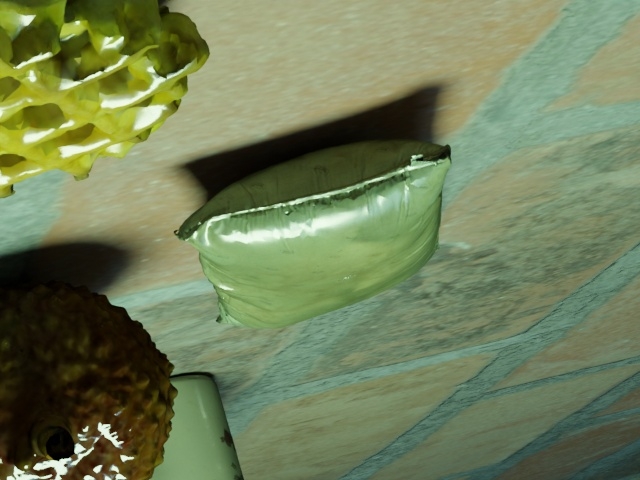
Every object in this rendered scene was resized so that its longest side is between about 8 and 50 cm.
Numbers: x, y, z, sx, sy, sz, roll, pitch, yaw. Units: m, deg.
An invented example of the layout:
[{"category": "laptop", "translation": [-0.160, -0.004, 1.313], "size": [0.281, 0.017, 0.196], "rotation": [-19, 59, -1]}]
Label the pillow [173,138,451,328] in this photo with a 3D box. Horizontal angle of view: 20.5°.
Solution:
[{"category": "pillow", "translation": [0.000, 0.000, 1.248], "size": [0.185, 0.074, 0.302], "rotation": [-17, 167, -2]}]

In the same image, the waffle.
[{"category": "waffle", "translation": [-0.193, -0.060, 0.889], "size": [0.291, 0.051, 0.291], "rotation": [-14, 162, -4]}]

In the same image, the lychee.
[{"category": "lychee", "translation": [-0.199, 0.118, 1.228], "size": [0.200, 0.200, 0.238], "rotation": [-14, -174, -12]}]

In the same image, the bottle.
[{"category": "bottle", "translation": [-0.121, 0.251, 1.664], "size": [0.110, 0.233, 0.110], "rotation": [-16, 164, -5]}]
